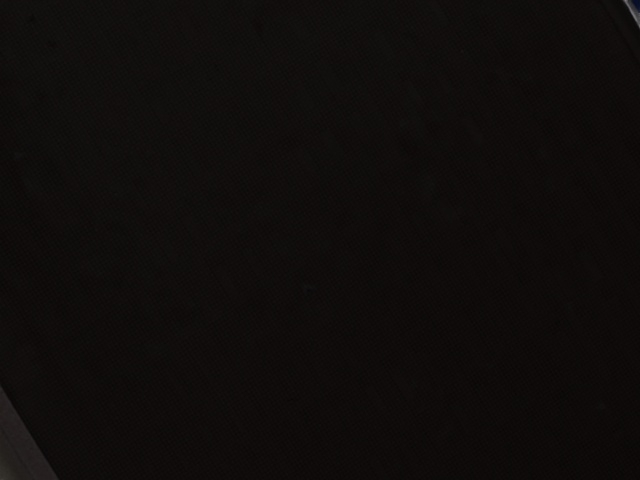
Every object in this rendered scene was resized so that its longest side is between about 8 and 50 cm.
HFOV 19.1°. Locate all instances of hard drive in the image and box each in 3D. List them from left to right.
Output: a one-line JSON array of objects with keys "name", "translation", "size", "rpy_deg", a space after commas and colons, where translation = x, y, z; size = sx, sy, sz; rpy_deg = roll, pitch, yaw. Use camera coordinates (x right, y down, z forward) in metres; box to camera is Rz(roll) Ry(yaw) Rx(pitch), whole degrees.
[{"name": "hard drive", "translation": [0.000, 0.000, 0.394], "size": [0.172, 0.054, 0.254], "rpy_deg": [-32, -87, -5]}]

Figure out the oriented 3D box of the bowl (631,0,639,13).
[{"name": "bowl", "translation": [0.167, -0.231, 0.874], "size": [0.391, 0.391, 0.077], "rpy_deg": [-28, -111, 9]}]
